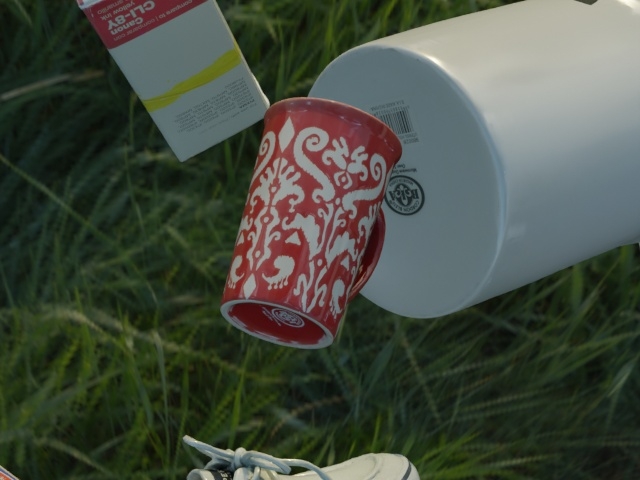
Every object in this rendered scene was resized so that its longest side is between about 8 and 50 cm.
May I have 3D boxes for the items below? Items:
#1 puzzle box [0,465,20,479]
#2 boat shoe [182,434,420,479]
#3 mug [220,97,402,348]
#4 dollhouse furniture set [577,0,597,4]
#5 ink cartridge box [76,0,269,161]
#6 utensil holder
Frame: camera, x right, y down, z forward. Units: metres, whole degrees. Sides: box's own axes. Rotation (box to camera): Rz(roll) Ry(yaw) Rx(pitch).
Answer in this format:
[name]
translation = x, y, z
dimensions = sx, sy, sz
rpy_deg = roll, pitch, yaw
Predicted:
[puzzle box]
translation = -0.256, 0.424, 1.506
dimensions = 0.409, 0.272, 0.052
rpy_deg = 37, 109, -4
[boat shoe]
translation = -0.077, 0.245, 1.279
dimensions = 0.367, 0.136, 0.157
rpy_deg = -24, 98, -25
[mug]
translation = 0.004, -0.003, 1.103
dimensions = 0.150, 0.113, 0.169
rpy_deg = 28, 64, -25
[dollhouse furniture set]
translation = 0.216, -0.330, 1.240
dimensions = 0.129, 0.129, 0.184
rpy_deg = 9, 62, -32
[ink cartridge box]
translation = -0.234, -0.331, 1.956
dimensions = 0.160, 0.385, 0.279
rpy_deg = -28, 59, 0
[utensil holder]
translation = 0.212, -0.105, 1.615
dimensions = 0.385, 0.327, 0.328
rpy_deg = -21, 71, -41
